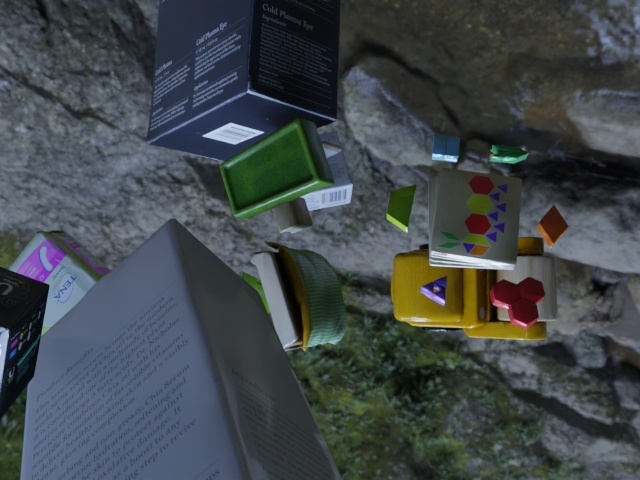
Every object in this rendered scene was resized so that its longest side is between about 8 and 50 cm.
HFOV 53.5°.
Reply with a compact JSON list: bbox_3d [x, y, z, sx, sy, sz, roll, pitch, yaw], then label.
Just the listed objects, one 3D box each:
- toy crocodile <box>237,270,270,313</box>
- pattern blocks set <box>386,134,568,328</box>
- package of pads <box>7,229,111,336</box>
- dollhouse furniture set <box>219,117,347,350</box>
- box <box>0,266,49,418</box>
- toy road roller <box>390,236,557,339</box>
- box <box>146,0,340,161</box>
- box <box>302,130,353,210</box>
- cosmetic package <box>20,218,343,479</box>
[{"bbox_3d":[-0.150,0.213,0.932,0.115,0.341,0.105,14,-177,-25],"label":"toy crocodile"},{"bbox_3d":[0.251,-0.032,1.035,0.285,0.325,0.026,16,152,12],"label":"pattern blocks set"},{"bbox_3d":[-0.429,0.147,1.108,0.296,0.229,0.101,41,-177,5],"label":"package of pads"},{"bbox_3d":[0.000,0.000,0.950,0.151,0.302,0.197,-23,168,25],"label":"dollhouse furniture set"},{"bbox_3d":[-0.214,0.062,0.397,0.062,0.052,0.083,20,118,-4],"label":"box"},{"bbox_3d":[0.290,0.098,1.296,0.329,0.203,0.240,-4,175,40],"label":"toy road roller"},{"bbox_3d":[-0.137,-0.333,1.101,0.179,0.313,0.343,9,169,-39],"label":"box"},{"bbox_3d":[-0.013,-0.137,1.278,0.126,0.137,0.072,-11,152,-6],"label":"box"},{"bbox_3d":[-0.130,0.198,0.567,0.161,0.230,0.453,45,-173,-35],"label":"cosmetic package"}]
